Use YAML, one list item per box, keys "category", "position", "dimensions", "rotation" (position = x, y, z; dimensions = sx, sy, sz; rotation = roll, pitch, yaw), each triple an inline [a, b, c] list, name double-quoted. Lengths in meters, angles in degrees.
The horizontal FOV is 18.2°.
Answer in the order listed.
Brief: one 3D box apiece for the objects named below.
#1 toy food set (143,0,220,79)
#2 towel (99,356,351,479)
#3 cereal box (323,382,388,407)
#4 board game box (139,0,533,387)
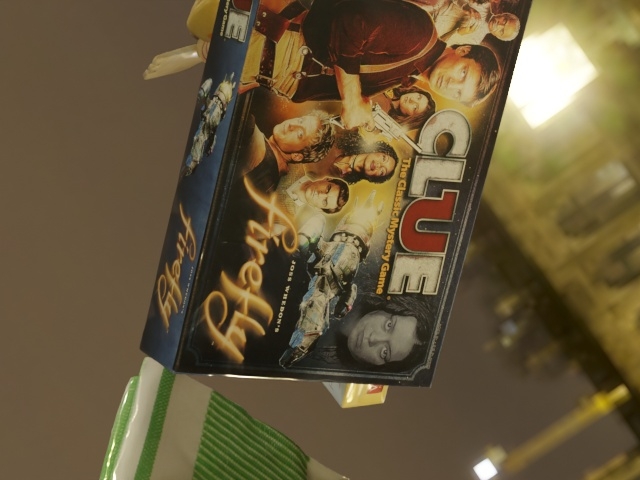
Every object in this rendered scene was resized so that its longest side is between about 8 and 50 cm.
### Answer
- category: "toy food set"
  position: [-0.018, -0.134, 1.117]
  dimensions: [0.038, 0.132, 0.192]
  rotation: [66, 153, 13]
- category: "towel"
  position: [0.008, 0.221, 1.181]
  dimensions: [0.325, 0.038, 0.248]
  rotation: [33, -153, -13]
- category: "cereal box"
  position: [0.000, 0.000, 1.639]
  dimensions: [0.047, 0.173, 0.240]
  rotation: [-5, -145, -29]
- category: "board game box"
  position: [0.012, -0.047, 1.025]
  dimensions: [0.165, 0.243, 0.042]
  rotation: [6, -166, -34]
